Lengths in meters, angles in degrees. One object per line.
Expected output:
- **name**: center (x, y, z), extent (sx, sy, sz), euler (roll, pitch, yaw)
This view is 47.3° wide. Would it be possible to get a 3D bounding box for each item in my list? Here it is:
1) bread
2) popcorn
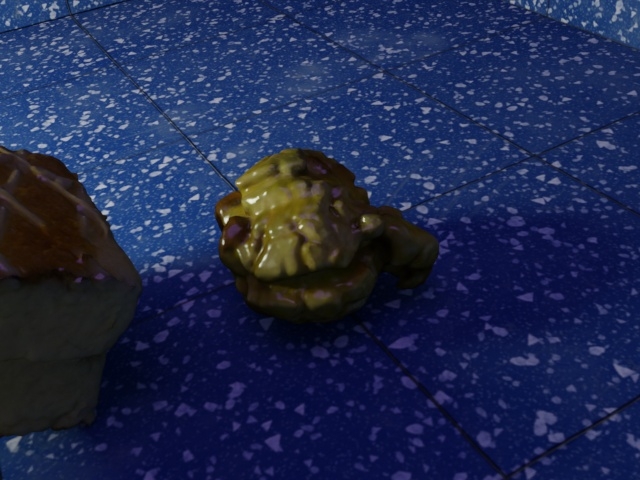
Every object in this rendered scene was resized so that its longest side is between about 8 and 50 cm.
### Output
- **bread**: center (-0.472, 0.047, 0.900), extent (0.371, 0.279, 0.390), euler (2, 26, -40)
- **popcorn**: center (0.000, 0.000, 1.036), extent (0.332, 0.225, 0.265), euler (12, 34, 6)
